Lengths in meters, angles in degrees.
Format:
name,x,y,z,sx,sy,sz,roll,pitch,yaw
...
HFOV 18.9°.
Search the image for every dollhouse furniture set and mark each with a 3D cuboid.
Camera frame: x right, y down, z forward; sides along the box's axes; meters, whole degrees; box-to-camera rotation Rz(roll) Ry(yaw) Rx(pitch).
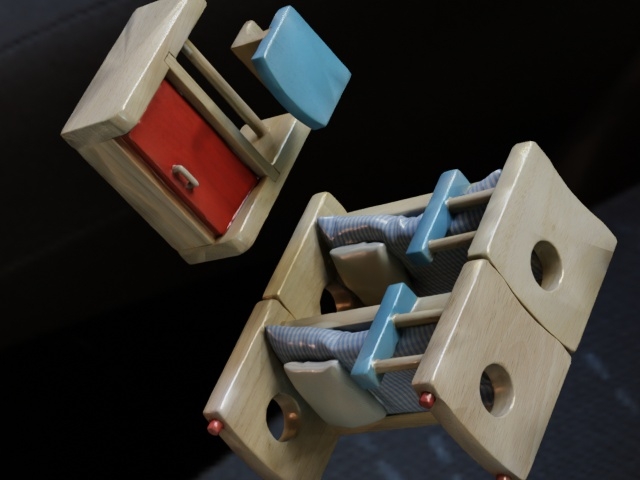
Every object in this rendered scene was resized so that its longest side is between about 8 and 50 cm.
name,x,y,z,sx,sy,sz,roll,pitch,yaw
dollhouse furniture set,0.000,0.000,0.767,0.129,0.183,0.129,-13,41,43
